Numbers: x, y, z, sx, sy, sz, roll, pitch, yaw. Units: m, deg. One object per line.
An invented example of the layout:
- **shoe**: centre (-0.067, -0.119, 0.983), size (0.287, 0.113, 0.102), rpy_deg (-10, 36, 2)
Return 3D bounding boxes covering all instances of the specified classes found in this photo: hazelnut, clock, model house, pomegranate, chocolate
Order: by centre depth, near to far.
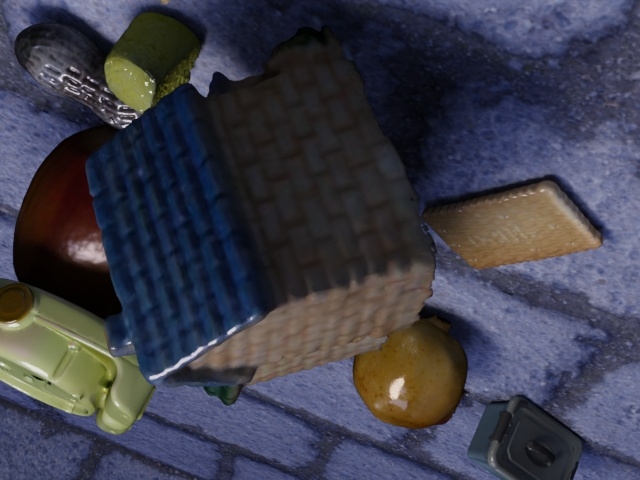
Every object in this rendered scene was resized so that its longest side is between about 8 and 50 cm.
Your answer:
- **model house**: centre (-0.117, 0.008, 1.305), size (0.400, 0.395, 0.445), rpy_deg (-19, 159, -13)
- **chocolate**: centre (-0.349, -0.251, 1.467), size (0.248, 0.110, 0.110), rpy_deg (27, 150, -13)
- **clock**: centre (-0.425, 0.172, 1.485), size (0.348, 0.117, 0.286), rpy_deg (28, 156, -7)
- **hazelnut**: centre (-0.325, -0.018, 1.596), size (0.366, 0.365, 0.366), rpy_deg (17, 150, 10)
- **pomegranate**: centre (0.168, 0.248, 1.805), size (0.233, 0.233, 0.233), rpy_deg (17, 150, 10)

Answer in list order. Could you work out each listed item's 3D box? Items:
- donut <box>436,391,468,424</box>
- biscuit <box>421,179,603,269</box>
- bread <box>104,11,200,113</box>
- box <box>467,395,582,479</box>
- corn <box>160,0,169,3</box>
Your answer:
- **donut**: centre (0.185, 0.337, 2.071), size (0.141, 0.085, 0.217), rpy_deg (40, 148, -27)
- **biscuit**: centre (0.290, -0.021, 1.471), size (0.160, 0.030, 0.250), rpy_deg (40, 146, -28)
- **bread**: centre (-0.244, -0.258, 1.378), size (0.111, 0.114, 0.129), rpy_deg (29, 147, 4)
- **box**: centre (0.426, 0.439, 2.003), size (0.227, 0.162, 0.130), rpy_deg (36, 158, -23)
- **corn**: centre (-0.268, -0.422, 1.110), size (0.130, 0.130, 0.347), rpy_deg (-2, 138, 37)
